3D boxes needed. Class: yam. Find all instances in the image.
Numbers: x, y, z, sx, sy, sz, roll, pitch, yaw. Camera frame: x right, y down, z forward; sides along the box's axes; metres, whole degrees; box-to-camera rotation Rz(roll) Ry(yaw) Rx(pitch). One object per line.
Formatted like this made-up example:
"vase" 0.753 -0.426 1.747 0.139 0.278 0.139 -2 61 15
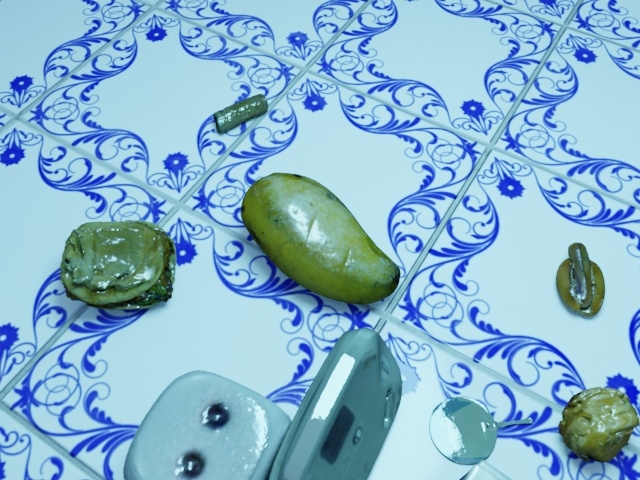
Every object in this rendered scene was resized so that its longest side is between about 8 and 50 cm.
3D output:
"yam" -0.187 -0.298 1.347 0.132 0.054 0.054 -29 61 -17

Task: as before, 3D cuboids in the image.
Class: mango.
"mango" -0.007 0.004 1.094 0.176 0.175 0.329 -41 83 2

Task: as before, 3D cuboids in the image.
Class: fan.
"fan" 0.271 0.313 0.970 0.176 0.005 0.113 -7 57 -2

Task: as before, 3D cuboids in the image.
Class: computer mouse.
"computer mouse" 0.025 0.288 0.895 0.095 0.197 0.330 1 47 43

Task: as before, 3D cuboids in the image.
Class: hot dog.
"hot dog" 0.494 0.072 1.092 0.090 0.060 0.140 15 55 5

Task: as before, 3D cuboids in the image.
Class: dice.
"dice" -0.160 0.321 0.864 0.194 0.193 0.191 23 59 13

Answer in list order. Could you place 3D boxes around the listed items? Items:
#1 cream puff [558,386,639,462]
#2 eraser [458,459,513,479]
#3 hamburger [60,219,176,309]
"cream puff" 0.445 0.289 0.924 0.133 0.119 0.104 -10 34 -37
"eraser" 0.177 0.454 0.811 0.081 0.124 0.279 32 64 20
"hamburger" -0.381 0.049 1.100 0.206 0.130 0.183 1 57 -20
